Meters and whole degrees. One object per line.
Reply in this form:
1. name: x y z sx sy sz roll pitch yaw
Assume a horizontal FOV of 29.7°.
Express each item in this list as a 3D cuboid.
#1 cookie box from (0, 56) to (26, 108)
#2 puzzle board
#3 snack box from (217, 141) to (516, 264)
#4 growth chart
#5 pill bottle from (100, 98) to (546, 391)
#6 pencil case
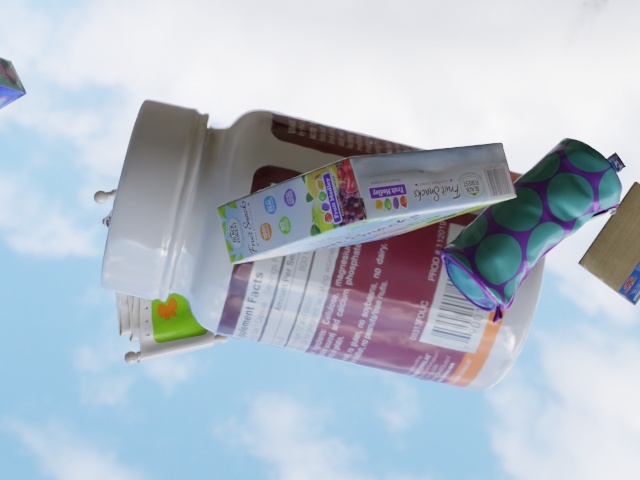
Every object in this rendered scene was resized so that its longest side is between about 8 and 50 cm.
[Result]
1. cookie box: -0.339 -0.138 1.126 0.040 0.092 0.107 62 -172 4
2. puzzle board: 0.396 0.004 1.525 0.096 0.128 0.011 36 179 -13
3. snack box: 0.028 -0.021 0.672 0.141 0.100 0.037 -9 -98 -49
4. growth chart: -0.181 0.034 1.447 0.172 0.237 0.021 -20 -157 -37
5. pill bottle: 0.000 0.000 1.171 0.392 0.224 0.224 14 -146 -6
6. pencil case: 0.163 -0.012 0.919 0.152 0.064 0.070 -41 -96 -13
